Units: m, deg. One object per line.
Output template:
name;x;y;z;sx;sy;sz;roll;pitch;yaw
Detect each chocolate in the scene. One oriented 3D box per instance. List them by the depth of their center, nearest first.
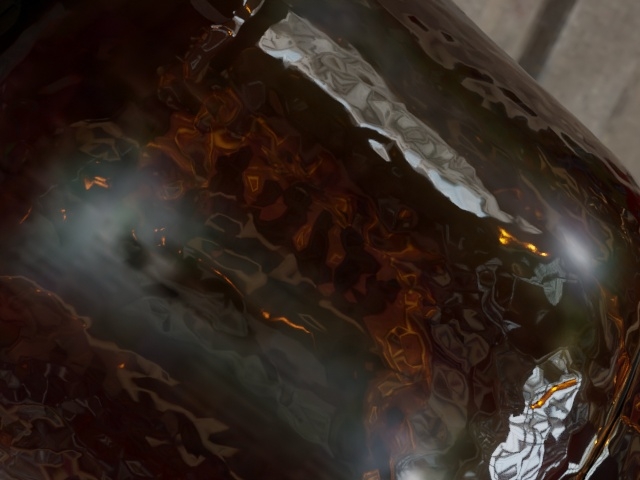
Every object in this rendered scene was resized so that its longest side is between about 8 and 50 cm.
chocolate;-0.012;0.042;0.752;0.383;0.331;0.383;-47;159;-25
